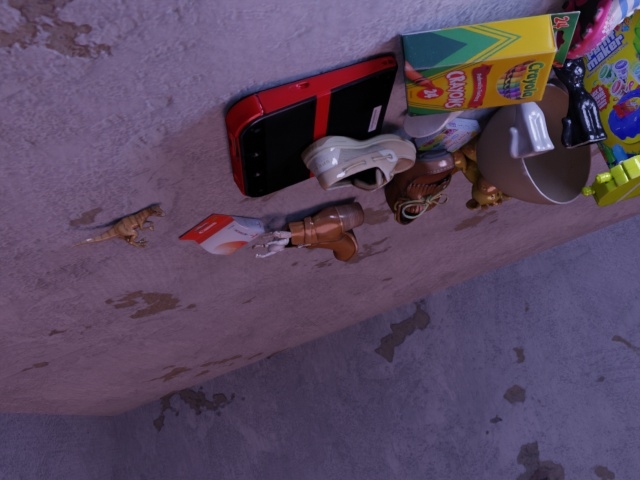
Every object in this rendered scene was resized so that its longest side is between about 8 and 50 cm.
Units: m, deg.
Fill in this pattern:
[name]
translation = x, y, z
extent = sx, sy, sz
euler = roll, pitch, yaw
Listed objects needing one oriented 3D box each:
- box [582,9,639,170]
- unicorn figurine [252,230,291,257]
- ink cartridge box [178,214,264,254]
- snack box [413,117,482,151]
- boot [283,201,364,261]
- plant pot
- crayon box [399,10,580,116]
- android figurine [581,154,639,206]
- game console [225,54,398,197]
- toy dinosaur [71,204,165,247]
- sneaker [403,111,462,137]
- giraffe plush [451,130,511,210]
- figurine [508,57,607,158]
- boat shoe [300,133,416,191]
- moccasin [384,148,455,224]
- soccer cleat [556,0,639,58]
[box]
translation = 0.723, -0.342, 1.574
extent = 0.176, 0.279, 0.290
euler = -9, 159, -28
[unicorn figurine]
translation = -0.128, 0.010, 1.989
extent = 0.111, 0.060, 0.162
euler = -12, 178, -34
[ink cartridge box]
translation = -0.254, -0.013, 1.903
extent = 0.145, 0.045, 0.179
euler = -31, 161, 31
[snack box]
translation = 0.310, -0.257, 1.785
extent = 0.141, 0.037, 0.100
euler = -3, 157, -42
[boot]
translation = 0.000, 0.000, 2.094
extent = 0.220, 0.109, 0.283
euler = -16, 160, -14
[plant pot]
translation = 0.493, -0.217, 1.778
extent = 0.284, 0.284, 0.190
euler = -5, 178, -38
[crayon box]
translation = 0.316, -0.327, 1.383
extent = 0.318, 0.081, 0.202
euler = -6, 163, 8
[android figurine]
translation = 0.695, -0.145, 1.577
extent = 0.272, 0.056, 0.248
euler = -15, 162, -11
[game console]
translation = -0.023, -0.226, 1.520
extent = 0.341, 0.060, 0.386
euler = -23, 164, -11
[toy dinosaur]
translation = -0.450, -0.024, 1.665
extent = 0.211, 0.064, 0.112
euler = -28, 145, -4
[sneaker]
translation = 0.283, -0.292, 1.606
extent = 0.212, 0.080, 0.094
euler = -31, 171, 29
[giraffe plush]
translation = 0.422, -0.171, 1.936
extent = 0.181, 0.171, 0.210
euler = -24, 162, 14
[figurine]
translation = 0.494, -0.298, 1.588
extent = 0.214, 0.210, 0.092
euler = -12, 178, -12
[boat shoe]
translation = 0.101, -0.157, 1.611
extent = 0.341, 0.110, 0.121
euler = -8, 157, -45
[moccasin]
translation = 0.252, -0.126, 1.865
extent = 0.139, 0.147, 0.380
euler = -11, 168, -17
[soccer cleat]
translation = 0.554, -0.446, 1.339
extent = 0.143, 0.116, 0.331
euler = -4, 158, -12
